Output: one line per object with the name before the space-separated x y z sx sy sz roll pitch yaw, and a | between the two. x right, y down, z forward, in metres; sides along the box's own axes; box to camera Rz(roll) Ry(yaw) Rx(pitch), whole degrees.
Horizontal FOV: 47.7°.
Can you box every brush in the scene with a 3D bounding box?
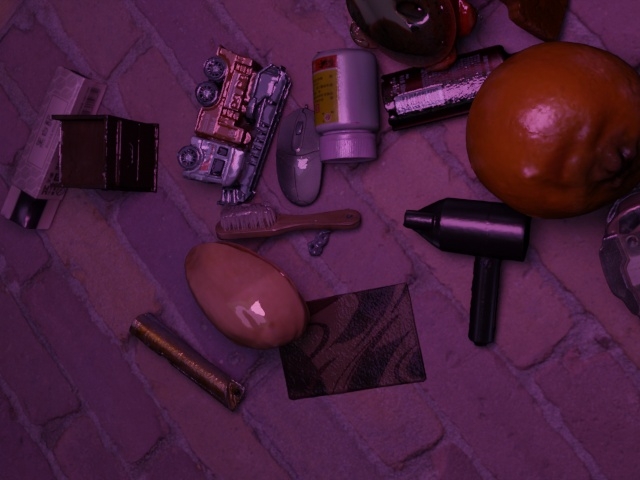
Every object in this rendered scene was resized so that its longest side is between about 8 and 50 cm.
brush | -0.076 -0.052 1.587 0.327 0.070 0.065 -3 127 10

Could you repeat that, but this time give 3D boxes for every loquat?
loquat | 0.425 -0.193 1.297 0.328 0.328 0.329 1 92 20

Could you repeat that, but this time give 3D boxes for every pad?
pad | 0.057 0.229 1.608 0.330 0.004 0.220 -13 87 19

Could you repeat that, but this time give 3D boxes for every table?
table | -0.499 -0.200 1.693 0.172 0.193 0.169 3 92 20

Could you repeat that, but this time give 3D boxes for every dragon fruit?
dragon fruit | 0.160 -0.456 1.396 0.130 0.268 0.295 -38 88 -23

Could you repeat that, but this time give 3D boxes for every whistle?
whistle | -0.314 0.284 1.714 0.326 0.057 0.068 34 102 15

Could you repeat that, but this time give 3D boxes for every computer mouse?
computer mouse | -0.043 -0.190 1.598 0.113 0.068 0.229 2 92 18
computer mouse | 0.654 0.073 1.339 0.199 0.115 0.389 -22 98 34

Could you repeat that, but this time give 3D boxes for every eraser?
eraser | -0.663 -0.226 1.802 0.096 0.098 0.404 29 100 18

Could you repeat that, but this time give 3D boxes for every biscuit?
biscuit | 0.389 -0.520 1.374 0.043 0.278 0.302 6 118 57

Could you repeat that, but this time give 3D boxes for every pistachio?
pistachio | -0.166 0.117 1.579 0.318 0.193 0.214 39 118 18

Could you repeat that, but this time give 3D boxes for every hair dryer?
hair dryer | 0.289 0.066 1.478 0.244 0.116 0.303 7 101 22

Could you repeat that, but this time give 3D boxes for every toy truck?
toy truck | -0.193 -0.244 1.620 0.184 0.133 0.339 17 95 7

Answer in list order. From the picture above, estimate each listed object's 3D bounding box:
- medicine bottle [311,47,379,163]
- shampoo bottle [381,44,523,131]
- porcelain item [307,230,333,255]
medicine bottle | 0.054 -0.280 1.523 0.139 0.139 0.226 -3 91 20
shampoo bottle | 0.289 -0.317 1.470 0.322 0.084 0.129 -12 77 18
porcelain item | 0.000 0.000 1.611 0.036 0.028 0.083 45 107 30
